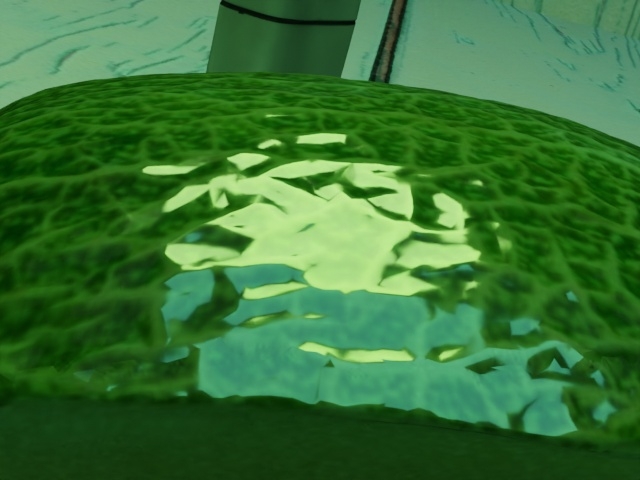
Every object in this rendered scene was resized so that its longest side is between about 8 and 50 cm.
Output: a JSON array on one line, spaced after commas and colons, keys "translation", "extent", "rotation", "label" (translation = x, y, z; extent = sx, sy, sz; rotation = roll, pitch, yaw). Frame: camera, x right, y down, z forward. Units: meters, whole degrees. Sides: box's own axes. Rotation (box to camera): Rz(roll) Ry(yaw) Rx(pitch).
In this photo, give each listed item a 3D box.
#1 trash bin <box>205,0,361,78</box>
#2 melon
[{"translation": [-0.031, -0.121, 1.093], "extent": [0.059, 0.130, 0.116], "rotation": [24, 19, 30], "label": "trash bin"}, {"translation": [0.064, 0.058, 0.503], "extent": [0.344, 0.226, 0.331], "rotation": [0, 0, -3], "label": "melon"}]
